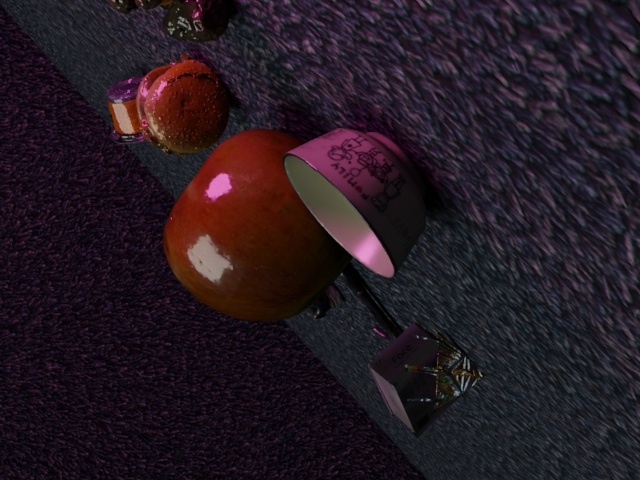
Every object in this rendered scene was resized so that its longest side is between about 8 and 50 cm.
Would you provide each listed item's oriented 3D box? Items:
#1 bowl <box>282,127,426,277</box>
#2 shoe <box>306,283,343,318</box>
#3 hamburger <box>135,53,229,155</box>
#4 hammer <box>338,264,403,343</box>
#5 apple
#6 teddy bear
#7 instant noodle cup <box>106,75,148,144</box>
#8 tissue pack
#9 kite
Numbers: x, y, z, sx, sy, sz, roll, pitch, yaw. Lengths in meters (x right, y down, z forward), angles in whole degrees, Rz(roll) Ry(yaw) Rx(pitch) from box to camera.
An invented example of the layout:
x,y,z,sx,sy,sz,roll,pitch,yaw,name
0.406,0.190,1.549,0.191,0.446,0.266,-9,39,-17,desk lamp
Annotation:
x,y,z,sx,sy,sz,roll,pitch,yaw,name
0.066,-0.071,1.240,0.238,0.126,0.238,45,167,13,bowl
-0.041,0.122,2.215,0.227,0.125,0.099,53,169,-31,shoe
-0.274,-0.257,1.676,0.182,0.191,0.118,60,162,-19,hamburger
0.107,0.138,1.960,0.290,0.037,0.137,51,166,-16,hammer
-0.098,-0.020,1.485,0.339,0.339,0.339,45,167,13,apple
-0.223,-0.380,1.308,0.190,0.140,0.177,42,-165,-9,teddy bear
-0.473,-0.343,2.188,0.208,0.177,0.125,13,134,34,instant noodle cup
0.213,0.309,1.881,0.092,0.148,0.246,39,163,39,tissue pack
0.249,0.267,1.719,0.160,0.010,0.183,5,113,16,kite
